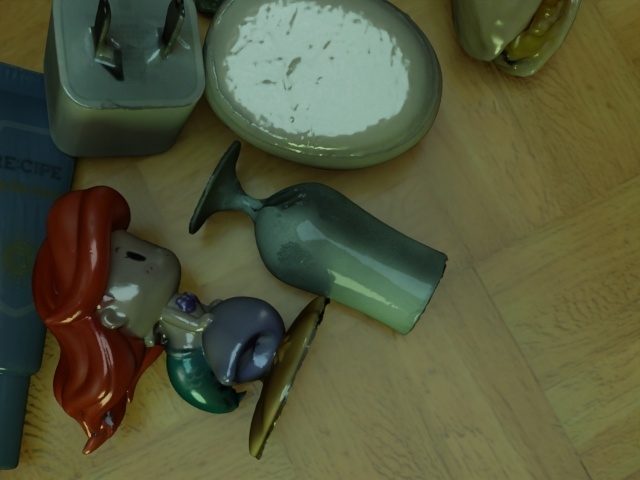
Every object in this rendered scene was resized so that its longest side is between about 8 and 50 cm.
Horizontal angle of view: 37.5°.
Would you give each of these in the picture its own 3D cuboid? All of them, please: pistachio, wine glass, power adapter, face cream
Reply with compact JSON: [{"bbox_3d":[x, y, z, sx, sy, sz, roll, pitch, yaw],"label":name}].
[{"bbox_3d":[0.186,-0.279,0.918,0.157,0.157,0.229,3,87,0],"label":"pistachio"},{"bbox_3d":[0.000,0.000,0.893,0.231,0.103,0.103,26,82,1],"label":"wine glass"},{"bbox_3d":[-0.175,-0.166,0.849,0.130,0.205,0.125,-4,77,-22],"label":"power adapter"},{"bbox_3d":[-0.300,0.020,0.895,0.135,0.086,0.385,10,79,-34],"label":"face cream"}]

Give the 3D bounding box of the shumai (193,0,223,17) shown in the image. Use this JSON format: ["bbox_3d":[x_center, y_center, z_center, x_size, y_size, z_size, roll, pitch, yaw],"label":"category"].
[{"bbox_3d":[-0.065,-0.316,0.920,0.184,0.142,0.184,0,82,3],"label":"shumai"}]

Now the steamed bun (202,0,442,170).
[{"bbox_3d":[0.002,-0.156,0.901,0.228,0.131,0.177,13,87,-1],"label":"steamed bun"}]

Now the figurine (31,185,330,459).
[{"bbox_3d":[-0.144,0.086,0.841,0.257,0.208,0.181,24,46,2],"label":"figurine"}]
